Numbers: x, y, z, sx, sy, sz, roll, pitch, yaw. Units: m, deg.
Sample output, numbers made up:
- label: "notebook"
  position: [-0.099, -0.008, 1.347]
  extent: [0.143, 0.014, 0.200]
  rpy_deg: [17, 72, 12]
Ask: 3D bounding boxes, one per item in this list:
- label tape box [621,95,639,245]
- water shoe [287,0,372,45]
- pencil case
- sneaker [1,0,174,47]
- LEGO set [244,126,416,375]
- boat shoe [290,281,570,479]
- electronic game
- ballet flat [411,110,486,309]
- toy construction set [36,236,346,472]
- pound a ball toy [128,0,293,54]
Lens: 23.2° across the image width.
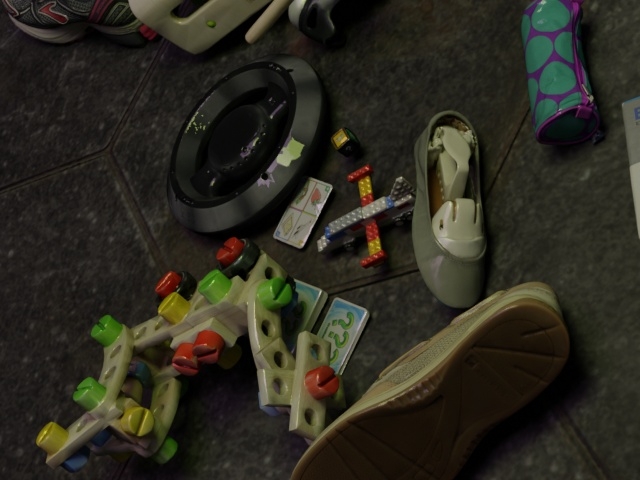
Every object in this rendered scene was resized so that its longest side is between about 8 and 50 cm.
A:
- label: "label tape box"
  position: [0.383, -0.085, 1.301]
  extent: [0.240, 0.106, 0.334]
  rpy_deg: [-20, 53, 28]
- label: "water shoe"
  position: [0.050, -0.308, 1.751]
  extent: [0.080, 0.073, 0.203]
  rpy_deg: [38, 94, 23]
- label: "pencil case"
  position: [0.232, -0.164, 1.502]
  extent: [0.070, 0.064, 0.152]
  rpy_deg: [-35, 45, 40]
- label: "sneaker"
  position: [-0.317, -0.330, 2.022]
  extent: [0.299, 0.112, 0.121]
  rpy_deg: [7, 69, 42]
- label: "LEGO set"
  position: [0.000, 0.000, 1.596]
  extent: [0.182, 0.060, 0.244]
  rpy_deg: [22, 83, 45]
- label: "boat shoe"
  position: [0.100, 0.148, 1.407]
  extent: [0.302, 0.109, 0.098]
  rpy_deg: [-42, 9, 18]
- label: "electronic game"
  position: [-0.085, -0.108, 1.739]
  extent: [0.229, 0.048, 0.229]
  rpy_deg: [-24, 48, 31]
- label: "ballet flat"
  position: [0.125, -0.036, 1.498]
  extent: [0.068, 0.072, 0.213]
  rpy_deg: [116, 157, -51]
- label: "toy construction set"
  position: [-0.120, 0.122, 1.541]
  extent: [0.327, 0.151, 0.215]
  rpy_deg: [-11, 39, 33]
- label: "pound a ball toy"
  position: [-0.094, -0.326, 1.748]
  extent: [0.319, 0.135, 0.208]
  rpy_deg: [-30, 37, 42]
